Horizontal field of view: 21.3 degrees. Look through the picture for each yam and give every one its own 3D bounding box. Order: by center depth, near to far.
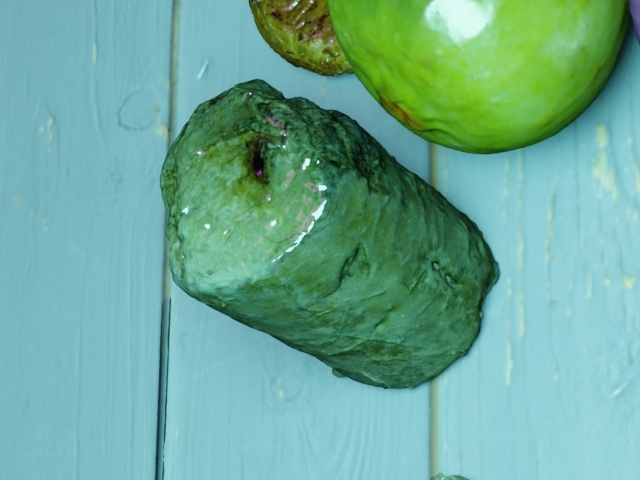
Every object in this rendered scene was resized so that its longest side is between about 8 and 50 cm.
[{"bbox_3d":[0.000,0.000,1.436,0.195,0.300,0.195,-14,62,28],"label":"yam"}]

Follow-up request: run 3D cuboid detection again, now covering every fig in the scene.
[{"bbox_3d":[0.151,-0.234,1.440,0.258,0.258,0.326,16,67,30],"label":"fig"}]

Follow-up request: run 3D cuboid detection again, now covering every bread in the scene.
[{"bbox_3d":[0.016,-0.246,1.617,0.193,0.064,0.193,-7,72,21],"label":"bread"}]

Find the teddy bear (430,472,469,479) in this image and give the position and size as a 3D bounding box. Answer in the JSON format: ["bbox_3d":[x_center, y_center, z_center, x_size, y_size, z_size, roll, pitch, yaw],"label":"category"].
[{"bbox_3d":[0.147,0.314,1.356,0.256,0.156,0.267,-3,75,26],"label":"teddy bear"}]

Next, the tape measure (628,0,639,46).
[{"bbox_3d":[0.359,-0.216,1.331,0.231,0.245,0.149,-1,120,27],"label":"tape measure"}]
